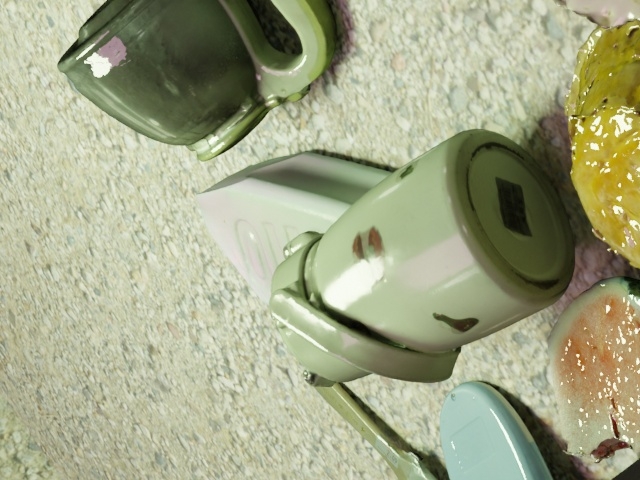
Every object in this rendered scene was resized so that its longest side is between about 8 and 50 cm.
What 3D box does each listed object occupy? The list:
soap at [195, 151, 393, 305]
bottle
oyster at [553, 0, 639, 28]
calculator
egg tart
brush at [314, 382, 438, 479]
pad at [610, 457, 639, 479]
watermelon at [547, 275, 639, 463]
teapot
[{"bbox_3d":[0.000,0.000,2.073,0.347,0.115,0.208,18,133,46],"label":"soap"},{"bbox_3d":[0.085,0.049,1.783,0.352,0.229,0.229,-31,94,35],"label":"bottle"},{"bbox_3d":[0.248,-0.296,1.451,0.214,0.083,0.222,-4,106,55],"label":"oyster"},{"bbox_3d":[0.233,0.322,2.060,0.188,0.042,0.302,-48,59,54],"label":"calculator"},{"bbox_3d":[0.337,-0.070,1.513,0.341,0.132,0.341,37,147,29],"label":"egg tart"},{"bbox_3d":[0.087,0.290,2.300,0.336,0.020,0.085,44,146,29],"label":"brush"},{"bbox_3d":[0.389,0.354,1.932,0.170,0.006,0.245,49,137,10],"label":"pad"},{"bbox_3d":[0.359,0.142,1.632,0.224,0.180,0.305,34,161,-13],"label":"watermelon"},{"bbox_3d":[-0.133,-0.245,1.982,0.239,0.321,0.239,46,-167,-15],"label":"teapot"}]
